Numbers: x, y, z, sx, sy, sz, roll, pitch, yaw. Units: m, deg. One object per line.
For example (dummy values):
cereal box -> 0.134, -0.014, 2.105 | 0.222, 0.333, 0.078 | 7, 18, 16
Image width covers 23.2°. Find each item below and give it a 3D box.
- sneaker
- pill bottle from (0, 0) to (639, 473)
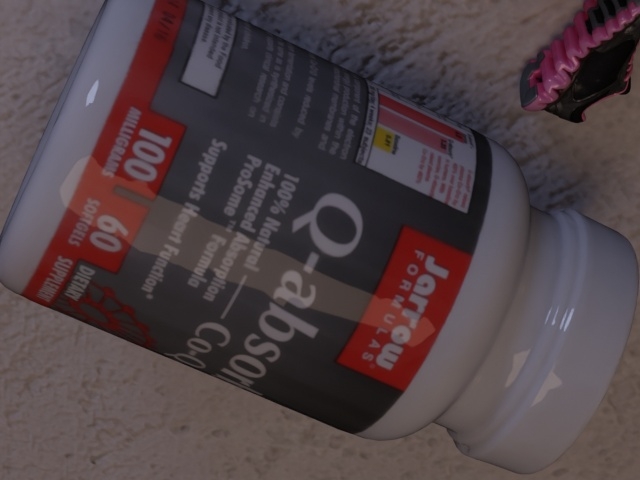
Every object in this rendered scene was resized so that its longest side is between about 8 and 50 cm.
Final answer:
sneaker -> 0.179, -0.116, 0.974 | 0.057, 0.047, 0.119 | 26, 133, -22
pill bottle -> 0.000, 0.000, 0.975 | 0.363, 0.210, 0.210 | 24, 126, -12
